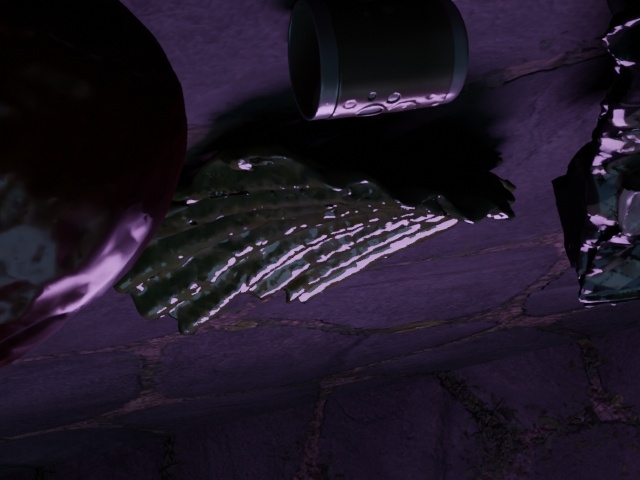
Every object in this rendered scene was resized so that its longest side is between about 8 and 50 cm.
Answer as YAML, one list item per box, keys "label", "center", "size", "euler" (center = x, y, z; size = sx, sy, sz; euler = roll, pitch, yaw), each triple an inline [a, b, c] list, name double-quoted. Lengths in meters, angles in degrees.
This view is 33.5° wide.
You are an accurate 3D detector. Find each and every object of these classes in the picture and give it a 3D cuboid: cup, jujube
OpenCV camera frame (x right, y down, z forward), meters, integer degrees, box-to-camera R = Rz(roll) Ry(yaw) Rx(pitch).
- label: "cup"
  center: [0.033, -0.111, 0.675]
  size: [0.099, 0.074, 0.102]
  euler: [-7, 164, -16]
- label: "jujube"
  center: [-0.180, -0.022, 0.580]
  size: [0.190, 0.190, 0.255]
  euler: [1, 140, -36]

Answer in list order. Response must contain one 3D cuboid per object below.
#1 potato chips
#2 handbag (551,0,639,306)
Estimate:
- label: "potato chips"
  center: [0.003, -0.004, 1.007]
  size: [0.373, 0.097, 0.389]
  euler: [-2, 163, -35]
- label: "handbag"
  center: [0.325, -0.101, 0.753]
  size: [0.316, 0.180, 0.416]
  euler: [-9, 158, 1]
